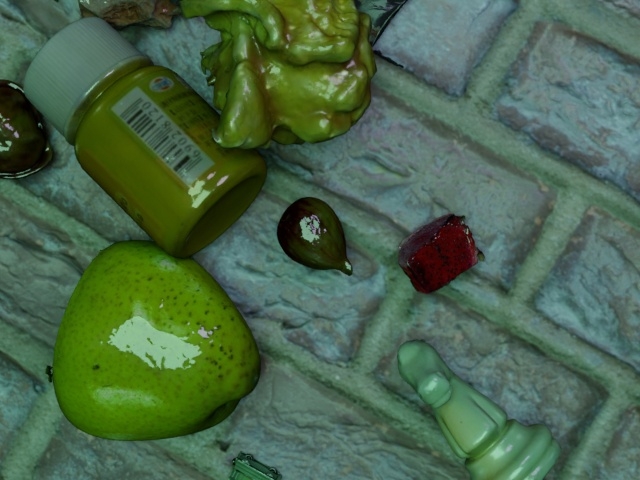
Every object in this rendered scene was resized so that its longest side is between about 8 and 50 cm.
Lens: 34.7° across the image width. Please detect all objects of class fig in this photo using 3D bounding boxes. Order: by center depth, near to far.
[{"bbox_3d":[0.000,0.000,1.714,0.154,0.103,0.109,37,117,13],"label":"fig"}]

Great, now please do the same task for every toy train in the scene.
[{"bbox_3d":[-0.115,0.408,1.768,0.093,0.038,0.056,28,100,5],"label":"toy train"}]

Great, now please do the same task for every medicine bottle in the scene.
[{"bbox_3d":[-0.290,-0.172,1.681,0.384,0.224,0.224,43,95,9],"label":"medicine bottle"}]

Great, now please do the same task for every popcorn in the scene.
[{"bbox_3d":[-0.062,-0.295,1.602,0.290,0.321,0.325,-41,109,13],"label":"popcorn"}]

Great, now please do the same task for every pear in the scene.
[{"bbox_3d":[-0.253,0.190,1.683,0.317,0.238,0.343,15,93,15],"label":"pear"}]

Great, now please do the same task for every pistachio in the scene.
[{"bbox_3d":[-0.556,-0.192,1.764,0.210,0.130,0.165,37,92,-4],"label":"pistachio"}]

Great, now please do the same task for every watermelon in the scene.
[{"bbox_3d":[-0.279,-0.498,1.706,0.264,0.151,0.302,5,94,-2],"label":"watermelon"}]

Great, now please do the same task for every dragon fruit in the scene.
[{"bbox_3d":[0.184,0.028,1.707,0.147,0.096,0.102,-34,98,-24],"label":"dragon fruit"}]

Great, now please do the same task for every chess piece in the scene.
[{"bbox_3d":[0.232,0.280,1.655,0.176,0.176,0.298,-43,85,6],"label":"chess piece"}]

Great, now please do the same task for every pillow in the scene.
[{"bbox_3d":[0.090,-0.398,1.723,0.090,0.048,0.150,39,97,0],"label":"pillow"}]
